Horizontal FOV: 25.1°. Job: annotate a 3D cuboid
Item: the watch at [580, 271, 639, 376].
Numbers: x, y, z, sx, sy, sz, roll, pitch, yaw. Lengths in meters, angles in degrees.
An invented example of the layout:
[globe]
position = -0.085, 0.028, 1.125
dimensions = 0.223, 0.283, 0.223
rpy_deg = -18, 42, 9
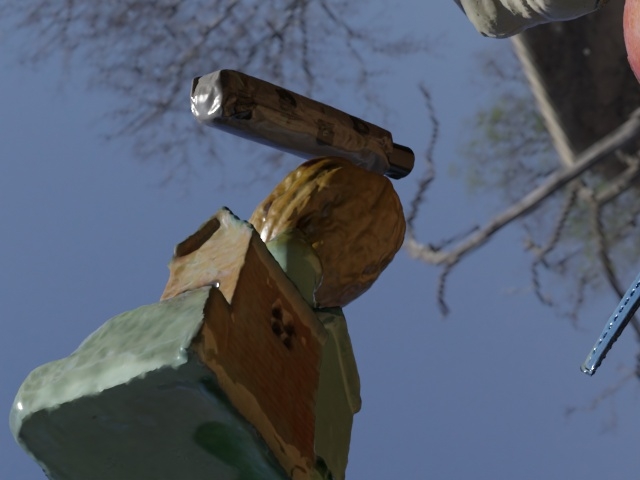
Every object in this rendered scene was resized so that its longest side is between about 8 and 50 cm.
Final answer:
[watch]
position = 0.497, 0.056, 1.950
dimensions = 0.276, 0.275, 0.068
rpy_deg = 3, -163, -19

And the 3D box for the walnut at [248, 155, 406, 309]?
[walnut]
position = 0.000, 0.000, 1.527
dimensions = 0.155, 0.184, 0.155
rpy_deg = 40, 164, 14

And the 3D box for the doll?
[doll]
position = 0.207, -0.251, 1.349
dimensions = 0.149, 0.192, 0.095
rpy_deg = 14, -109, -42

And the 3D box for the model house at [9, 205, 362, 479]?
[model house]
position = -0.079, 0.103, 1.228
dimensions = 0.267, 0.194, 0.325
rpy_deg = 57, -152, -29

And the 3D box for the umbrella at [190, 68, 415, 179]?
[umbrella]
position = -0.010, -0.128, 1.673
dimensions = 0.337, 0.073, 0.067
rpy_deg = 16, -97, -45

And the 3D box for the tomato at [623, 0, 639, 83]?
[tomato]
position = 0.457, -0.241, 1.523
dimensions = 0.265, 0.265, 0.265
rpy_deg = 38, -149, -28
